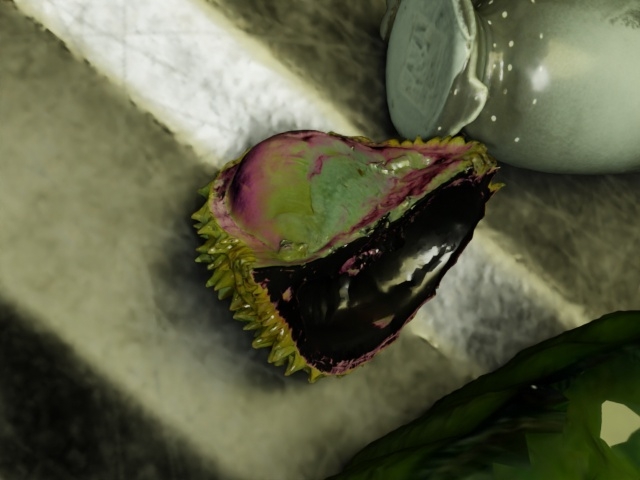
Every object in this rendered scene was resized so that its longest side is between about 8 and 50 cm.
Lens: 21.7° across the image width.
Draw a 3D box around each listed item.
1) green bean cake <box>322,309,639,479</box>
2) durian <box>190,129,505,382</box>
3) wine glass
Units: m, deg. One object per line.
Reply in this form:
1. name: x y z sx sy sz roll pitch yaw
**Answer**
1. green bean cake: 0.140 0.224 0.801 0.319 0.218 0.335 -34 90 -28
2. durian: -0.002 -0.003 0.878 0.108 0.119 0.186 36 48 30
3. wine glass: 0.142 -0.093 0.946 0.204 0.111 0.111 6 74 -23
